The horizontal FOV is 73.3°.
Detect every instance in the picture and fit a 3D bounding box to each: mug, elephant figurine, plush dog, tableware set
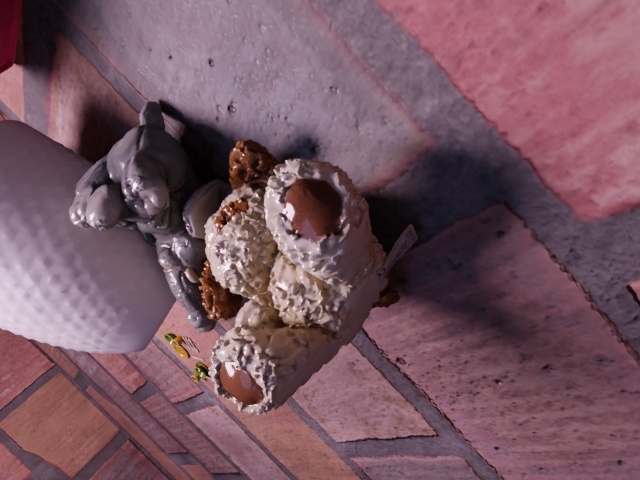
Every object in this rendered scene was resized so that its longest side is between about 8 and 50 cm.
[{"bbox_3d":[-0.400,0.033,0.713,0.328,0.276,0.374,32,157,-14],"label":"mug"},{"bbox_3d":[-0.193,-0.023,0.591,0.239,0.186,0.169,45,-176,-42],"label":"elephant figurine"},{"bbox_3d":[-0.043,0.018,0.490,0.225,0.210,0.262,33,112,32],"label":"plush dog"},{"bbox_3d":[-0.322,0.288,1.045,0.104,0.024,0.154,4,126,37],"label":"tableware set"}]

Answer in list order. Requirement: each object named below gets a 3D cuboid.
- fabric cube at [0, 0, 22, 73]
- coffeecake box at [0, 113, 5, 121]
[{"bbox_3d":[-0.567,-0.306,0.514,0.258,0.254,0.259,37,142,-23],"label":"fabric cube"},{"bbox_3d":[-0.712,-0.261,0.798,0.068,0.142,0.185,0,124,38],"label":"coffeecake box"}]
